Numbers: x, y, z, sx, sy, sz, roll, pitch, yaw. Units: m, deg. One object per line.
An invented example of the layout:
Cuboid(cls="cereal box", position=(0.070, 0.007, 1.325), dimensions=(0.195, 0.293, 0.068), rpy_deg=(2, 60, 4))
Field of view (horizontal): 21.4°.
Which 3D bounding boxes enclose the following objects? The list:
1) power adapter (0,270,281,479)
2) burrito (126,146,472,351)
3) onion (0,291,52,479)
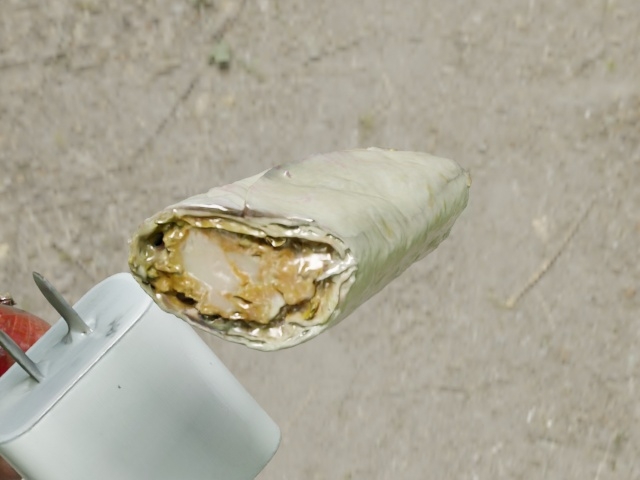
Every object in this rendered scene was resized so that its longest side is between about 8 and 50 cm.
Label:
Cuboid(cls="power adapter", position=(-0.181, 0.136, 1.427), dimensions=(0.187, 0.255, 0.124), rpy_deg=(-47, 25, -16))
Cuboid(cls="burrito", position=(-0.003, -0.002, 1.268), dimensions=(0.143, 0.105, 0.299), rpy_deg=(24, 24, 23))
Cuboid(cls="onion", position=(-0.377, 0.149, 1.866), dimensions=(0.272, 0.272, 0.195), rpy_deg=(7, 46, 5))
